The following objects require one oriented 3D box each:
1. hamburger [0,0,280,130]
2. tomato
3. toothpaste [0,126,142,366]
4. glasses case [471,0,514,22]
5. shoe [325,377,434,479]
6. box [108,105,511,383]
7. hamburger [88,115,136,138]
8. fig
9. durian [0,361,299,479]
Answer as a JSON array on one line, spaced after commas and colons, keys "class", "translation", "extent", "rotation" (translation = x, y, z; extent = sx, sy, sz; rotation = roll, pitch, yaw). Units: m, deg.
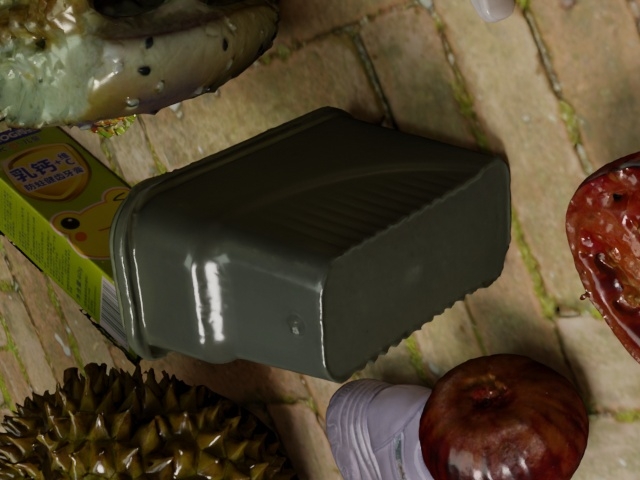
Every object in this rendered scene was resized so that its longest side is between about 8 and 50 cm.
[{"class": "hamburger", "translation": [-0.171, -0.215, 1.006], "extent": [0.318, 0.277, 0.195], "rotation": [20, 120, 43]}, {"class": "tomato", "translation": [0.247, 0.008, 0.794], "extent": [0.174, 0.082, 0.166], "rotation": [52, 144, 9]}, {"class": "toothpaste", "translation": [-0.240, -0.007, 1.329], "extent": [0.327, 0.110, 0.077], "rotation": [38, 136, 30]}, {"class": "glasses case", "translation": [0.110, -0.191, 0.885], "extent": [0.021, 0.032, 0.083], "rotation": [-16, 99, 55]}, {"class": "shoe", "translation": [0.094, 0.232, 1.085], "extent": [0.138, 0.095, 0.245], "rotation": [-14, 92, 54]}, {"class": "box", "translation": [0.000, 0.000, 0.934], "extent": [0.178, 0.274, 0.138], "rotation": [15, 122, 37]}, {"class": "hamburger", "translation": [-0.217, -0.170, 1.237], "extent": [0.127, 0.081, 0.141], "rotation": [13, 118, 45]}, {"class": "fig", "translation": [0.132, 0.156, 0.975], "extent": [0.128, 0.128, 0.150], "rotation": [46, 135, 23]}, {"class": "durian", "translation": [-0.168, 0.300, 1.246], "extent": [0.348, 0.348, 0.384], "rotation": [-26, 87, 52]}]
